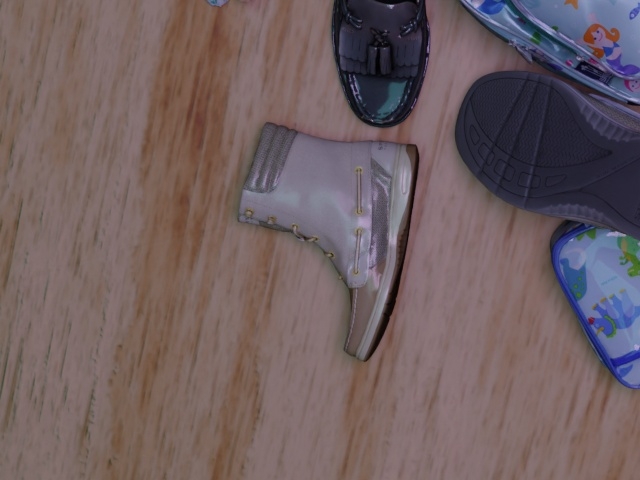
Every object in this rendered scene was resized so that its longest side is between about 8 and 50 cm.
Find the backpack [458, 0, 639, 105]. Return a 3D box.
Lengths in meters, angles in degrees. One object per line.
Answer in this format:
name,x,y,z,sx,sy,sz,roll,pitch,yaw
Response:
backpack,0.233,-0.256,1.053,0.253,0.191,0.225,31,101,9

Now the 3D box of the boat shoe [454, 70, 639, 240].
boat shoe,0.251,-0.063,1.060,0.320,0.103,0.118,25,98,43

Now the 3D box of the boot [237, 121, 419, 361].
boot,0.000,0.000,1.169,0.165,0.077,0.213,10,93,7

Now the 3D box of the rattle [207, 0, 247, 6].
rattle,-0.115,-0.340,1.167,0.199,0.143,0.130,36,134,-12

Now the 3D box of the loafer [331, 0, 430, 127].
loafer,0.056,-0.238,1.125,0.096,0.084,0.268,4,98,8

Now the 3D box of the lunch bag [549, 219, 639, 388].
lunch bag,0.337,0.026,1.116,0.219,0.090,0.176,-26,95,12
